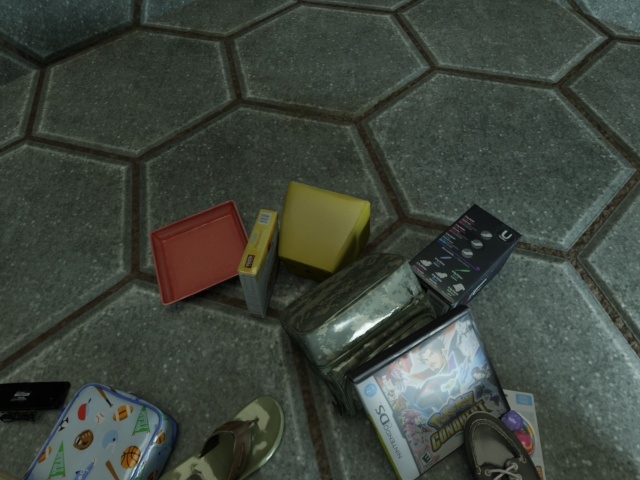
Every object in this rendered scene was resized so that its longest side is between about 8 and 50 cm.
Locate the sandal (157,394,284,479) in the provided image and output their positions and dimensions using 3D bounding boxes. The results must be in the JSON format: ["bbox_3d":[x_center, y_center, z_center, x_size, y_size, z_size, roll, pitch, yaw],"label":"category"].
[{"bbox_3d":[-0.190,0.430,0.799,0.120,0.086,0.303,40,51,24],"label":"sandal"}]

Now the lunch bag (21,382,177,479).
[{"bbox_3d":[-0.450,0.449,0.803,0.243,0.115,0.303,13,58,14],"label":"lunch bag"}]

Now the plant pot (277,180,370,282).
[{"bbox_3d":[0.000,0.000,1.042,0.212,0.212,0.187,17,72,13],"label":"plant pot"}]

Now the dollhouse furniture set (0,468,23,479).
[{"bbox_3d":[-0.549,0.566,0.604,0.286,0.198,0.303,14,95,15],"label":"dollhouse furniture set"}]

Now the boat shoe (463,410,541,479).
[{"bbox_3d":[0.351,0.477,0.699,0.112,0.095,0.335,-21,72,10],"label":"boat shoe"}]

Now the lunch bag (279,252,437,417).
[{"bbox_3d":[0.105,0.201,0.882,0.305,0.212,0.256,-33,104,-17],"label":"lunch bag"}]

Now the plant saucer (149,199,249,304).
[{"bbox_3d":[-0.321,0.033,1.101,0.258,0.047,0.259,-23,55,-7],"label":"plant saucer"}]

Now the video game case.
[{"bbox_3d":[0.221,0.299,0.785,0.275,0.035,0.248,-27,100,-13],"label":"video game case"}]

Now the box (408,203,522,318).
[{"bbox_3d":[0.338,0.067,0.990,0.270,0.165,0.143,-38,62,-20],"label":"box"}]

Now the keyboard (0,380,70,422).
[{"bbox_3d":[-0.685,0.375,0.919,0.192,0.038,0.100,-2,33,2],"label":"keyboard"}]

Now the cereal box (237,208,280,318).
[{"bbox_3d":[-0.140,0.063,0.971,0.047,0.240,0.173,11,58,5],"label":"cereal box"}]

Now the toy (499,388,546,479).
[{"bbox_3d":[0.388,0.417,0.817,0.137,0.056,0.237,7,57,6],"label":"toy"}]
